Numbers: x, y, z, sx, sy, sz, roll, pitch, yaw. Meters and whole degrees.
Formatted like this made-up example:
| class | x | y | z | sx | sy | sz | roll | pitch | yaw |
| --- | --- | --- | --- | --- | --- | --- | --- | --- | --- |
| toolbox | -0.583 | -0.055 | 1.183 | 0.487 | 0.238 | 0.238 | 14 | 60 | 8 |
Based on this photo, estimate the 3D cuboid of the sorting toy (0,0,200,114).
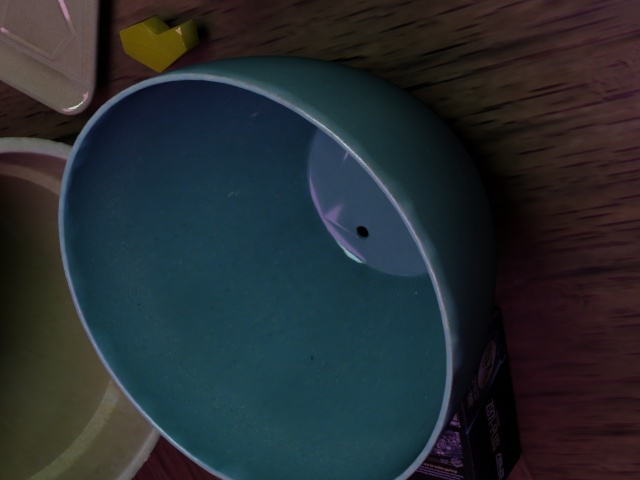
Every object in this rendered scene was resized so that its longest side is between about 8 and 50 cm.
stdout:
| class | x | y | z | sx | sy | sz | roll | pitch | yaw |
| --- | --- | --- | --- | --- | --- | --- | --- | --- | --- |
| sorting toy | -0.211 | -0.216 | 0.941 | 0.307 | 0.041 | 0.229 | 28 | 130 | 17 |

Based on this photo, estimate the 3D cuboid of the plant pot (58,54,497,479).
| class | x | y | z | sx | sy | sz | roll | pitch | yaw |
| --- | --- | --- | --- | --- | --- | --- | --- | --- | --- |
| plant pot | 0.000 | 0.000 | 0.812 | 0.290 | 0.195 | 0.290 | 16 | 122 | 27 |

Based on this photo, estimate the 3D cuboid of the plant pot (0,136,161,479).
| class | x | y | z | sx | sy | sz | roll | pitch | yaw |
| --- | --- | --- | --- | --- | --- | --- | --- | --- | --- |
| plant pot | -0.339 | 0.071 | 1.081 | 0.305 | 0.334 | 0.334 | 8 | 126 | 48 |

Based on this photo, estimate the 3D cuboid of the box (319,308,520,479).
| class | x | y | z | sx | sy | sz | roll | pitch | yaw |
| --- | --- | --- | --- | --- | --- | --- | --- | --- | --- |
| box | 0.054 | 0.120 | 0.958 | 0.180 | 0.077 | 0.147 | 8 | 126 | 33 |
